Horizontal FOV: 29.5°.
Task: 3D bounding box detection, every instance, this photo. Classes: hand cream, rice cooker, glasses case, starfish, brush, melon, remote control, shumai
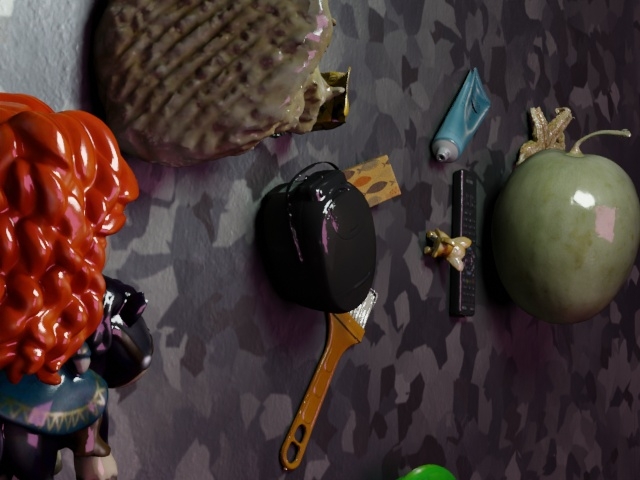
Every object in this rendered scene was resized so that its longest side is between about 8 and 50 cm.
[{"bbox_3d":[0.235,-0.198,2.004,0.083,0.048,0.224,61,39,-28],"label":"hand cream"},{"bbox_3d":[0.000,-0.001,1.604,0.142,0.118,0.203,-35,117,-48],"label":"rice cooker"},{"bbox_3d":[0.048,-0.072,1.739,0.170,0.041,0.064,-25,97,-51],"label":"glasses case"},{"bbox_3d":[0.413,-0.174,2.230,0.210,0.053,0.150,-27,106,-49],"label":"starfish"},{"bbox_3d":[0.007,0.181,1.695,0.090,0.017,0.314,49,52,-37],"label":"brush"},{"bbox_3d":[0.414,-0.013,2.057,0.272,0.272,0.308,8,75,-53],"label":"melon"},{"bbox_3d":[0.238,0.005,2.007,0.063,0.025,0.245,11,79,-54],"label":"remote control"},{"bbox_3d":[-0.117,-0.209,1.442,0.314,0.267,0.262,-55,169,-4],"label":"shumai"}]

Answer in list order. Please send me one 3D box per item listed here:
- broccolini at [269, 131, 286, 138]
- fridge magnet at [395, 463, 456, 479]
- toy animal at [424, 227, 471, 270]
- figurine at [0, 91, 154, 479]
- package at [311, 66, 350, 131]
[{"bbox_3d":[-0.064,-0.251,1.601,0.054,0.051,0.239,121,-28,-74],"label":"broccolini"},{"bbox_3d":[0.139,0.430,1.784,0.208,0.088,0.208,-12,106,-46],"label":"fridge magnet"},{"bbox_3d":[0.210,0.012,1.932,0.083,0.081,0.060,20,68,-31],"label":"toy animal"},{"bbox_3d":[-0.275,0.070,1.163,0.306,0.241,0.411,-47,136,-33],"label":"figurine"},{"bbox_3d":[0.000,-0.184,1.605,0.047,0.131,0.071,15,74,-47],"label":"package"}]
